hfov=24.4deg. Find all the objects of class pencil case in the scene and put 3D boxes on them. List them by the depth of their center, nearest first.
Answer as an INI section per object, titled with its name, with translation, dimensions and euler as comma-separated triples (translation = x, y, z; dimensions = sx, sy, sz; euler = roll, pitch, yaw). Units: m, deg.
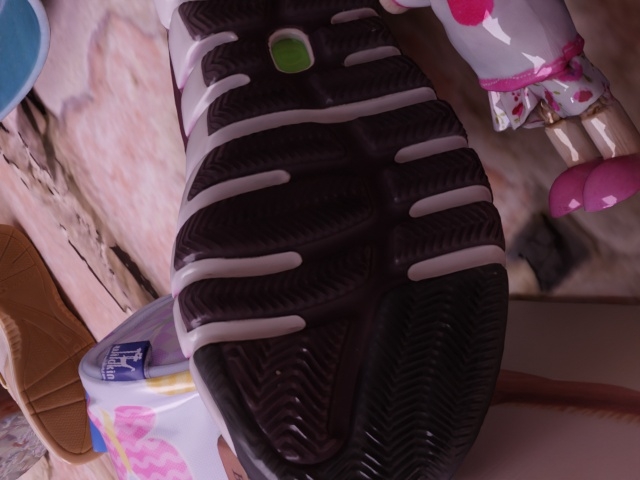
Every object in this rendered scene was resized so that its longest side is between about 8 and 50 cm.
[pencil case]
translation = -0.020, 0.150, 0.739
dimensions = 0.124, 0.113, 0.273
euler = -6, 112, 31

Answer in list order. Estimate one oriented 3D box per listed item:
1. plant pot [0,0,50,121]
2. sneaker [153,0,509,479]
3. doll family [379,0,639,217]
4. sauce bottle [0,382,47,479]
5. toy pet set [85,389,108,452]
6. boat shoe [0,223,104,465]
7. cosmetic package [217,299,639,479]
[plant pot]
translation = -0.311, -0.178, 0.767
dimensions = 0.255, 0.271, 0.272
euler = 67, 152, 16
[sneaker]
translation = 0.000, 0.000, 0.552
dimensions = 0.162, 0.106, 0.281
euler = 86, 175, -55
[doll family]
translation = 0.094, -0.106, 0.381
dimensions = 0.163, 0.118, 0.263
euler = 57, 168, -6
[sauce bottle]
translation = -0.335, 0.042, 1.118
dimensions = 0.344, 0.111, 0.111
euler = 46, 147, 23
[toy pet set]
translation = -0.099, 0.131, 0.836
dimensions = 0.122, 0.065, 0.114
euler = 3, -101, -79
[boat shoe]
translation = -0.187, 0.072, 0.978
dimensions = 0.170, 0.063, 0.059
euler = 65, 153, 12
[cosmetic package]
translation = 0.110, 0.112, 0.495
dimensions = 0.296, 0.129, 0.153
euler = -3, 113, 56
